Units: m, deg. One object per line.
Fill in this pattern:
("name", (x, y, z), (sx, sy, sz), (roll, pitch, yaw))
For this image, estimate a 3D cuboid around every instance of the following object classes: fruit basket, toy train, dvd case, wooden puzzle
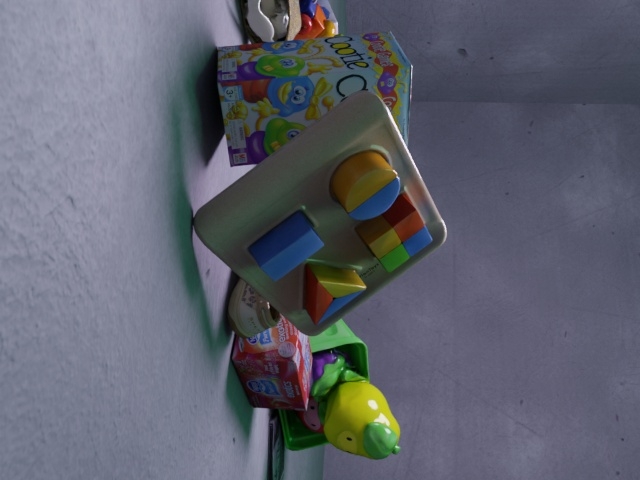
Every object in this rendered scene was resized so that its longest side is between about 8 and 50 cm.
("fruit basket", (0.033, 0.420, 1.496), (0.392, 0.282, 0.392), (169, -90, -84))
("toy train", (0.006, -0.429, 1.180), (0.143, 0.248, 0.105), (33, 45, -30))
("dvd case", (-0.115, 0.558, 1.553), (0.164, 0.018, 0.221), (-38, 130, -82))
("wooden puzzle", (0.029, -0.007, 0.910), (0.348, 0.322, 0.080), (51, 4, -44))

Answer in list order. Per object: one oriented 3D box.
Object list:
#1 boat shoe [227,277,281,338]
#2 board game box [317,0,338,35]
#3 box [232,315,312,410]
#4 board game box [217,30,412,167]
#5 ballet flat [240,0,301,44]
("boat shoe", (-0.092, 0.051, 1.095), (0.104, 0.089, 0.285), (44, 40, -39))
("board game box", (-0.009, -0.501, 1.564), (0.319, 0.065, 0.318), (85, -7, -46))
("box", (-0.089, 0.239, 1.184), (0.257, 0.122, 0.128), (83, 11, -54))
("board game box", (-0.012, -0.221, 0.907), (0.144, 0.275, 0.142), (-102, -172, -50))
("ballet flat", (-0.097, -0.446, 0.961), (0.349, 0.123, 0.123), (81, 13, -62))
